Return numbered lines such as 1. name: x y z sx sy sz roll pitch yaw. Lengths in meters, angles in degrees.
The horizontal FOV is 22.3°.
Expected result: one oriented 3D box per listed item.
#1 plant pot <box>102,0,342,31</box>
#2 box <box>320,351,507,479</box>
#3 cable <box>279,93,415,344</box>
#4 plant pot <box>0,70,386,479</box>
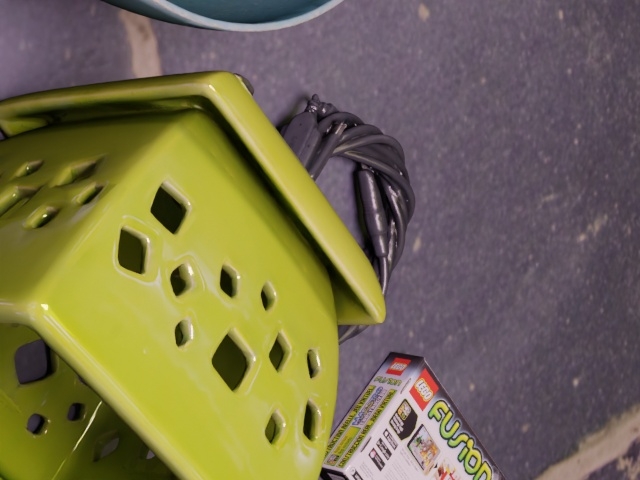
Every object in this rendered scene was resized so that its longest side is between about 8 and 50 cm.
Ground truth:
1. plant pot: -0.104 -0.261 0.909 0.290 0.195 0.290 -6 98 -43
2. box: 0.085 0.196 1.241 0.114 0.036 0.207 -52 126 -27
3. cable: 0.000 0.000 1.143 0.150 0.047 0.184 40 65 -44
4. plant pot: -0.111 0.033 0.918 0.227 0.228 0.207 53 54 -32
